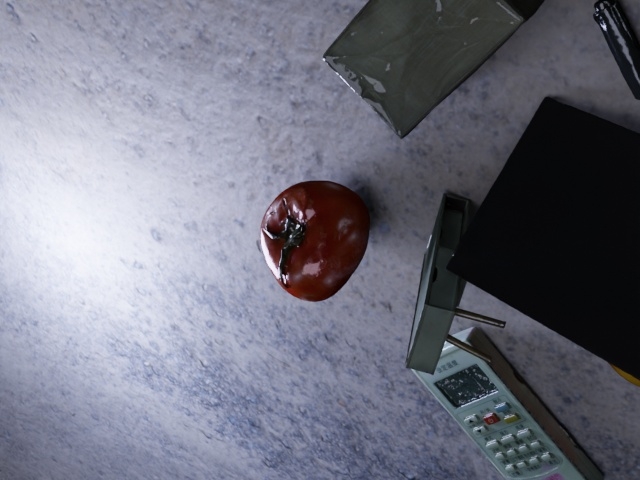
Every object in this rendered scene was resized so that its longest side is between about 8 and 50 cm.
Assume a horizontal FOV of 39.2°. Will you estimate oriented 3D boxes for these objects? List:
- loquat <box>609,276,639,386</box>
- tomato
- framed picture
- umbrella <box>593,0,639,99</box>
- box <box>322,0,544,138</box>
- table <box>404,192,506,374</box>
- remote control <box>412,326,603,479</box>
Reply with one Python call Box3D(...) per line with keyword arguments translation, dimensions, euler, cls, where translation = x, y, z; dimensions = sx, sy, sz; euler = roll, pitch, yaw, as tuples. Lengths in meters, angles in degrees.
Box3D(translation=(0.429, 0.087, 1.099), dimensions=(0.208, 0.208, 0.208), euler=(18, 130, 23), cls="loquat")
Box3D(translation=(0.000, 0.000, 1.368), dimensions=(0.187, 0.151, 0.187), euler=(-14, 69, 42), cls="tomato")
Box3D(translation=(0.339, -0.002, 1.051), dimensions=(0.338, 0.014, 0.255), euler=(31, 93, 37), cls="framed picture")
Box3D(translation=(0.356, -0.223, 1.050), dimensions=(0.036, 0.031, 0.133), euler=(-19, 108, 40), cls="umbrella")
Box3D(translation=(0.142, -0.269, 1.082), dimensions=(0.155, 0.149, 0.231), euler=(46, 135, -3), cls="box")
Box3D(translation=(0.195, 0.063, 1.234), dimensions=(0.111, 0.240, 0.122), euler=(14, 131, 4), cls="table")
Box3D(translation=(0.302, 0.296, 1.449), dimensions=(0.344, 0.050, 0.145), euler=(49, 135, -5), cls="remote control")
